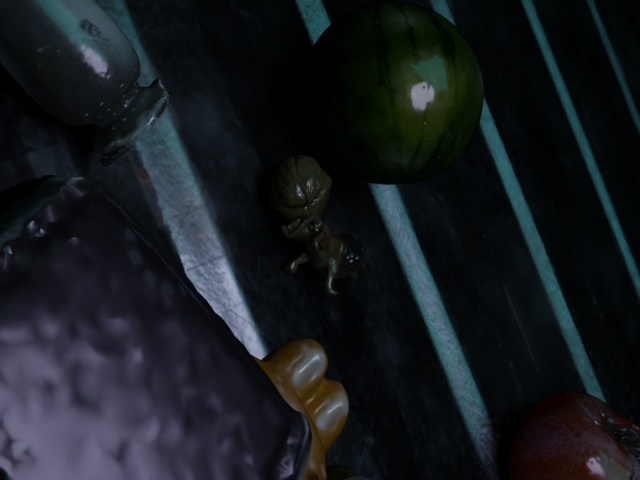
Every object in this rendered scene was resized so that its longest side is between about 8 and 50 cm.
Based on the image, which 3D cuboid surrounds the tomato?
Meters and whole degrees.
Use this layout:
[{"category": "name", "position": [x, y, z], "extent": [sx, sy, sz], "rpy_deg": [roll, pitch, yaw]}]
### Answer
[{"category": "tomato", "position": [0.380, 0.339, 1.354], "extent": [0.232, 0.188, 0.232], "rpy_deg": [28, 25, -14]}]

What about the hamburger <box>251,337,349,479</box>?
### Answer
[{"category": "hamburger", "position": [-0.096, 0.218, 0.837], "extent": [0.303, 0.186, 0.261], "rpy_deg": [-29, 97, -54]}]

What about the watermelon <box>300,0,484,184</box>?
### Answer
[{"category": "watermelon", "position": [0.093, -0.193, 1.212], "extent": [0.242, 0.242, 0.242], "rpy_deg": [25, 56, -42]}]

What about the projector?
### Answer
[{"category": "projector", "position": [-0.260, 0.201, 0.465], "extent": [0.242, 0.405, 0.395], "rpy_deg": [52, 40, -23]}]

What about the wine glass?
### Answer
[{"category": "wine glass", "position": [-0.246, -0.181, 0.897], "extent": [0.204, 0.111, 0.111], "rpy_deg": [48, 42, -27]}]

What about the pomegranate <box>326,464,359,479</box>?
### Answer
[{"category": "pomegranate", "position": [0.019, 0.290, 1.044], "extent": [0.084, 0.073, 0.073], "rpy_deg": [-95, 163, -89]}]

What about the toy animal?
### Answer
[{"category": "toy animal", "position": [-0.007, 0.015, 1.115], "extent": [0.086, 0.069, 0.220], "rpy_deg": [-70, 157, -6]}]

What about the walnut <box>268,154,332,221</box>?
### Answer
[{"category": "walnut", "position": [-0.025, -0.063, 1.135], "extent": [0.092, 0.092, 0.092], "rpy_deg": [25, 56, -42]}]

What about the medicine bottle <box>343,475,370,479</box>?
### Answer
[{"category": "medicine bottle", "position": [0.083, 0.375, 0.957], "extent": [0.110, 0.110, 0.351], "rpy_deg": [-62, 140, -44]}]
